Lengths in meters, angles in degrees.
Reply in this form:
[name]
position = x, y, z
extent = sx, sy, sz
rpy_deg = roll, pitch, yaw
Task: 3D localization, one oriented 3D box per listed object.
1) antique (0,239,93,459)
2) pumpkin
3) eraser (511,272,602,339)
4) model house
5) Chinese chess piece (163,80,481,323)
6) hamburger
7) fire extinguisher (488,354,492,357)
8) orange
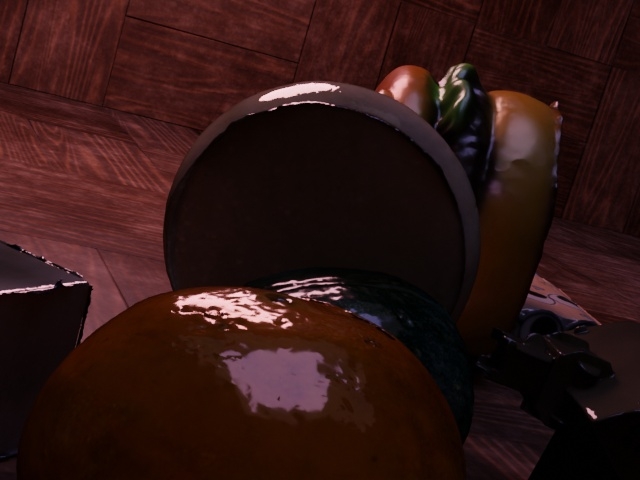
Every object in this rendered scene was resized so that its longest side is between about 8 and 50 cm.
[antique]
position = -0.286, 0.080, 0.881
extent = 0.148, 0.146, 0.152
rpy_deg = 19, 12, 26
[pumpkin]
position = 0.006, 0.118, 0.999
extent = 0.263, 0.196, 0.293
rpy_deg = 12, 9, -10
[eraser]
position = 0.334, 0.110, 1.808
extent = 0.171, 0.087, 0.290
rpy_deg = 16, 11, -12
[model house]
position = 0.250, 0.169, 1.045
extent = 0.243, 0.204, 0.211
rpy_deg = 24, 10, -11
[Chinese chess piece]
position = 0.000, 0.000, 1.198
extent = 0.338, 0.338, 0.140
rpy_deg = 17, 14, 1
[hamburger]
position = 0.142, -0.033, 1.551
extent = 0.278, 0.395, 0.396
rpy_deg = 15, 11, 0
[fire extinguisher]
position = 0.287, 0.177, 1.529
extent = 0.157, 0.045, 0.078
rpy_deg = 25, 35, 32
[orange]
position = -0.048, 0.144, 0.717
extent = 0.284, 0.226, 0.284
rpy_deg = 12, 5, -1
